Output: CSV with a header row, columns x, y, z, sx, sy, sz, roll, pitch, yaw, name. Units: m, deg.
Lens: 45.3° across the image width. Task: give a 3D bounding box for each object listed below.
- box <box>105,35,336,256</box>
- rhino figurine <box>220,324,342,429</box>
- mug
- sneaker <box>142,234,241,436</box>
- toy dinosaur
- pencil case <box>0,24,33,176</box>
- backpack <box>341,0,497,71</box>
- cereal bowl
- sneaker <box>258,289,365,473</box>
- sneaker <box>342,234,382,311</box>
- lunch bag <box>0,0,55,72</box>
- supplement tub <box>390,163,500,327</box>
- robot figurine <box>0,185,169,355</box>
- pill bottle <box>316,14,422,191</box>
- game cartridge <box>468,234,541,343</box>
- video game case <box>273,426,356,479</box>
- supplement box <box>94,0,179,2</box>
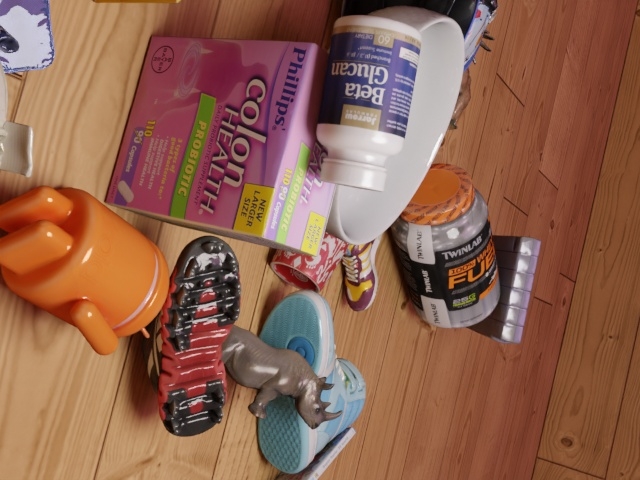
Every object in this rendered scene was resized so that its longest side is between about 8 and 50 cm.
x,y,z,sx,sy,sz,roll,pitch,yaw,name
-0.103,-0.113,0.896,0.117,0.242,0.214,21,82,-58,box
-0.072,0.203,1.108,0.243,0.073,0.106,27,80,-12,rhino figurine
0.007,0.001,1.237,0.169,0.113,0.150,-60,142,-21,mug
-0.167,0.105,0.959,0.097,0.135,0.276,-6,121,-29,sneaker
0.262,-0.328,1.529,0.200,0.127,0.296,-38,137,-55,toy dinosaur
-0.401,-0.096,0.487,0.410,0.183,0.160,-8,107,-56,pencil case
0.158,-0.387,1.234,0.213,0.276,0.264,14,96,-65,backpack
0.062,-0.171,1.070,0.339,0.141,0.339,-48,155,-31,cereal bowl
-0.002,0.207,1.278,0.208,0.127,0.319,-22,127,-51,sneaker
0.060,0.035,1.381,0.083,0.069,0.186,7,88,-49,sneaker
-0.298,-0.210,0.724,0.067,0.065,0.099,-15,114,-39,lunch bag
0.251,0.013,1.547,0.194,0.193,0.316,-55,141,-33,supplement tub
-0.248,0.030,0.821,0.128,0.158,0.219,-54,144,-8,robot figurine
0.047,-0.140,0.803,0.094,0.094,0.170,5,95,-58,pill bottle
0.394,0.102,1.742,0.355,0.068,0.230,-165,-97,-83,game cartridge
-0.022,0.385,1.315,0.015,0.119,0.166,56,44,-5,video game case
-0.170,-0.382,0.808,0.194,0.129,0.191,-52,139,-36,supplement box
